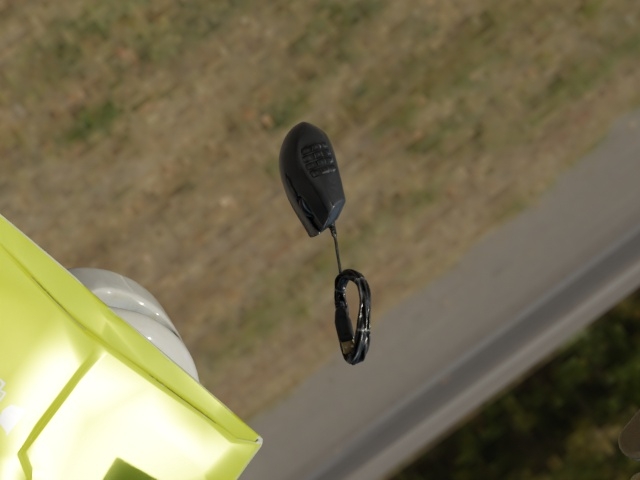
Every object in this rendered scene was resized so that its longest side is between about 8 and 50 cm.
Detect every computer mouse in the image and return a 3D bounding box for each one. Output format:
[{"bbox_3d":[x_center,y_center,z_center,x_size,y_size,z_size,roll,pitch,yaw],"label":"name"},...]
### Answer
[{"bbox_3d":[0.000,0.000,1.793,0.041,0.242,0.071,1,149,-30],"label":"computer mouse"}]

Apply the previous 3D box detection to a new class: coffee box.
[{"bbox_3d":[-0.317,0.162,1.421,0.338,0.338,0.334,-54,-158,-17],"label":"coffee box"}]

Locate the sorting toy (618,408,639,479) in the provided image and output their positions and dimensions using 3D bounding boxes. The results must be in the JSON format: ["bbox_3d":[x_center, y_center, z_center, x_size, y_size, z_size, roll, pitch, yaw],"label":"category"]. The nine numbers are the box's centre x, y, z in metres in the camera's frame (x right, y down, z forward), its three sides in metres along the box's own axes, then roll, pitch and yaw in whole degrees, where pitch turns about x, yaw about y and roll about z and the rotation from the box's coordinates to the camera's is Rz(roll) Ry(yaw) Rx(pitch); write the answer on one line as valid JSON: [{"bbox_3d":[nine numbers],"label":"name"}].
[{"bbox_3d":[0.377,0.165,1.841,0.307,0.041,0.229,-46,-166,-21],"label":"sorting toy"}]

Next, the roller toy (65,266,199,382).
[{"bbox_3d":[-0.213,0.134,1.785,0.209,0.191,0.146,-20,-154,-10],"label":"roller toy"}]
